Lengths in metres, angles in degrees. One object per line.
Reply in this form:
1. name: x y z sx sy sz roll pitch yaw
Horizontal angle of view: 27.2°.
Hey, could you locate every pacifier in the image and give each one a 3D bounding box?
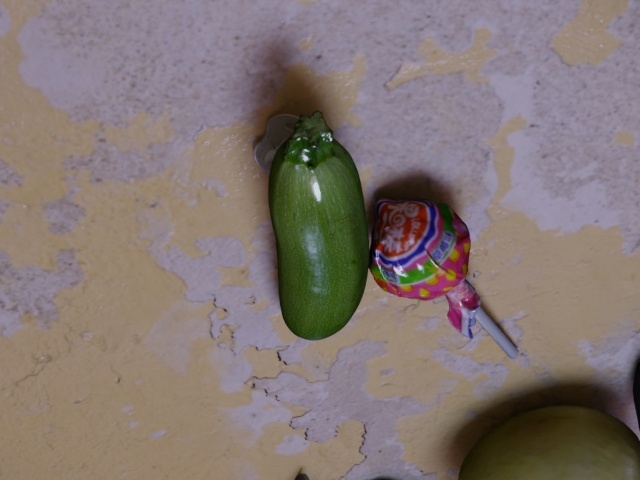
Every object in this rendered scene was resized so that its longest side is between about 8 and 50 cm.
1. pacifier: -0.038 -0.092 1.419 0.068 0.064 0.083 31 125 -1

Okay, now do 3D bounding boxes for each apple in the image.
1. apple: 0.317 0.348 1.792 0.258 0.233 0.295 -8 146 16

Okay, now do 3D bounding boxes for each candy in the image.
1. candy: 0.169 0.065 1.603 0.124 0.124 0.365 -27 142 14

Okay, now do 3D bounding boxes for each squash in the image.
1. squash: 0.000 0.000 1.450 0.107 0.107 0.395 -8 146 -4

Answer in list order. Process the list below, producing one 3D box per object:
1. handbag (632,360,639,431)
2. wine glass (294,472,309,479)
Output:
1. handbag: 0.595 0.202 1.703 0.302 0.178 0.275 7 157 -15
2. wine glass: 0.058 0.378 1.871 0.195 0.079 0.079 11 129 -19
